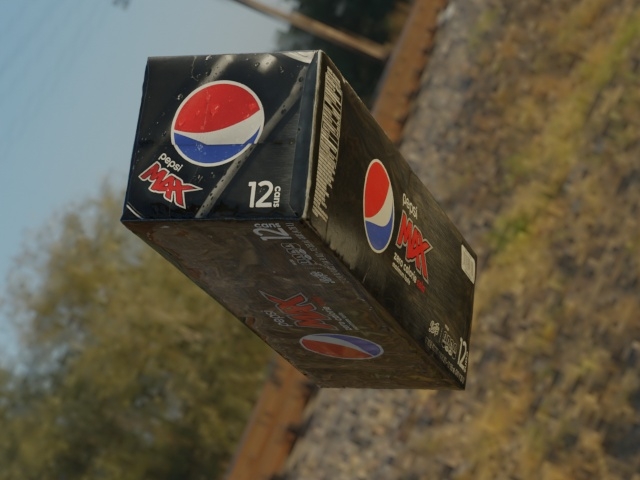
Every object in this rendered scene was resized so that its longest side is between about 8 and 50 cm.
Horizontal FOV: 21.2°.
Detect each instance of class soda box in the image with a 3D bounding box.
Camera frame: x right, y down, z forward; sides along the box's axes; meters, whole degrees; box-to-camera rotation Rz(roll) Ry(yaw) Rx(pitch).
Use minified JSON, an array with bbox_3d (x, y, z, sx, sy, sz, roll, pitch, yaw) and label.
[{"bbox_3d":[0.000,0.000,0.545,0.169,0.060,0.053,48,-134,-60],"label":"soda box"}]
